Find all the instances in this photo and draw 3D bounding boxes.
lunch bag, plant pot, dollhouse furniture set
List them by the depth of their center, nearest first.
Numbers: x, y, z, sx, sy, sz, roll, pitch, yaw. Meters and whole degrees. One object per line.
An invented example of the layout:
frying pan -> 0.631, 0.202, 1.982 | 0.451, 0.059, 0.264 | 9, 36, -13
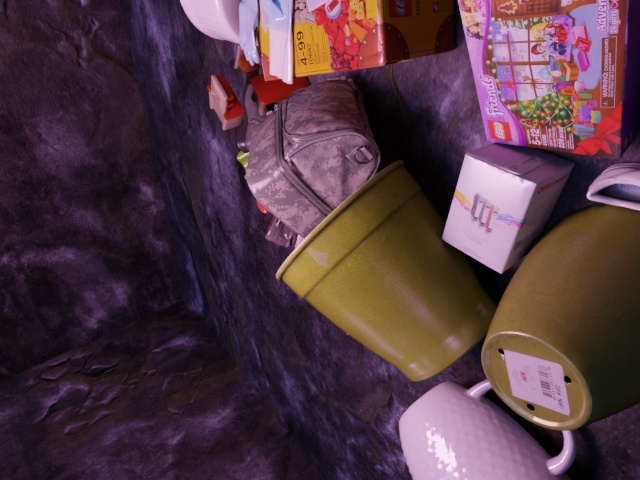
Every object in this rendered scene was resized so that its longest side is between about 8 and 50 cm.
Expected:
plant pot -> 0.372, 0.120, 0.578 | 0.275, 0.293, 0.275 | 34, 136, 41
plant pot -> 0.158, 0.087, 0.861 | 0.353, 0.366, 0.366 | 48, 146, 7
lunch bag -> -0.003, -0.202, 0.884 | 0.256, 0.305, 0.212 | -31, 126, 22
dollhouse furniture set -> -0.145, -0.383, 1.038 | 0.262, 0.259, 0.135 | 60, 157, 6

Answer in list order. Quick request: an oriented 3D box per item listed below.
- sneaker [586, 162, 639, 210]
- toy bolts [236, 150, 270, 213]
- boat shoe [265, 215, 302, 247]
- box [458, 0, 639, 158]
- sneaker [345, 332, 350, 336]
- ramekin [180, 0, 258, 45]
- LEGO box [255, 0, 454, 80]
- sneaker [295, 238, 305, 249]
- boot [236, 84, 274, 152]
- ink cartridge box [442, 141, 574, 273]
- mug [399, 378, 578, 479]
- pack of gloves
sneaker -> 0.460, -0.063, 0.516 | 0.212, 0.094, 0.080 | 2, 111, 55
toy bolts -> -0.121, -0.196, 1.292 | 0.218, 0.158, 0.228 | -23, 79, 18
boat shoe -> -0.083, -0.143, 1.102 | 0.112, 0.095, 0.335 | 128, 149, -63
box -> 0.303, -0.250, 0.542 | 0.201, 0.057, 0.293 | 26, 158, 46
sneaker -> 0.165, 0.225, 1.134 | 0.162, 0.106, 0.281 | 42, 140, 28
ramekin -> -0.177, -0.595, 0.940 | 0.135, 0.277, 0.277 | 36, 138, 29
LEGO box -> 0.023, -0.572, 0.724 | 0.372, 0.193, 0.500 | 20, 126, 49
sneaker -> 0.000, 0.000, 1.141 | 0.315, 0.127, 0.182 | 131, 145, -62
boot -> -0.152, -0.374, 1.216 | 0.161, 0.083, 0.246 | -2, 76, 22
ink cartridge box -> 0.313, -0.064, 0.698 | 0.127, 0.128, 0.176 | 38, 138, 37
mug -> 0.366, 0.458, 0.880 | 0.374, 0.276, 0.328 | -55, 52, 21
pack of gloves -> -0.125, -0.448, 0.799 | 0.195, 0.046, 0.232 | 38, 139, 36
